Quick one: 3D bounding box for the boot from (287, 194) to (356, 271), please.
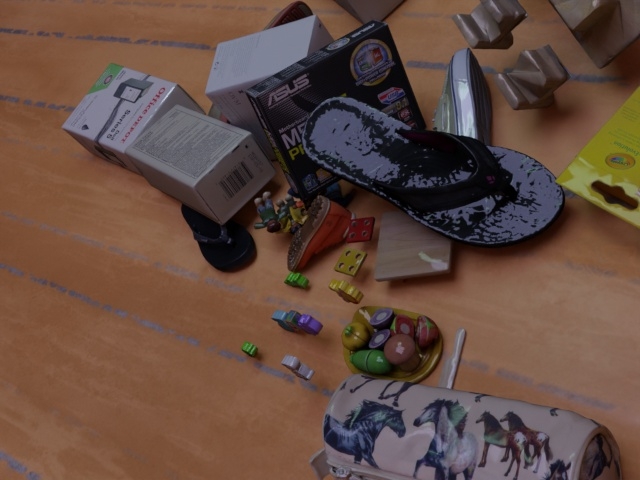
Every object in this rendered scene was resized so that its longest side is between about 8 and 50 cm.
[{"bbox_3d":[0.000,0.000,1.654,0.158,0.085,0.059,-57,30,26],"label":"boot"}]

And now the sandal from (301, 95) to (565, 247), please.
[{"bbox_3d":[0.162,-0.112,1.474,0.446,0.107,0.167,21,84,19],"label":"sandal"}]

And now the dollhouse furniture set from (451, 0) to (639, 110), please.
[{"bbox_3d":[0.409,-0.474,1.526,0.362,0.257,0.394,-43,70,38],"label":"dollhouse furniture set"}]

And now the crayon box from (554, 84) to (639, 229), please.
[{"bbox_3d":[0.531,-0.145,1.382,0.318,0.081,0.202,-46,46,-4],"label":"crayon box"}]

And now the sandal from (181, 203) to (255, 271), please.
[{"bbox_3d":[-0.215,-0.024,1.816,0.097,0.054,0.254,-45,46,-2],"label":"sandal"}]

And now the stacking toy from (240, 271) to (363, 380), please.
[{"bbox_3d":[-0.037,0.140,1.565,0.167,0.052,0.221,-56,26,-16],"label":"stacking toy"}]

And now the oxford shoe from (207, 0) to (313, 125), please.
[{"bbox_3d":[-0.138,-0.367,1.966,0.130,0.123,0.348,16,68,46],"label":"oxford shoe"}]

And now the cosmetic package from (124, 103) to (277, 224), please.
[{"bbox_3d":[-0.244,-0.158,1.853,0.160,0.113,0.309,-44,36,-14],"label":"cosmetic package"}]

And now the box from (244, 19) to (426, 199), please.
[{"bbox_3d":[0.032,-0.229,1.636,0.270,0.216,0.060,-31,29,-11],"label":"box"}]

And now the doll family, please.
[{"bbox_3d":[-0.028,-0.060,1.706,0.193,0.076,0.111,-32,42,7],"label":"doll family"}]

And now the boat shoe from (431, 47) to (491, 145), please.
[{"bbox_3d":[0.238,-0.204,1.607,0.094,0.109,0.302,-15,55,27],"label":"boat shoe"}]

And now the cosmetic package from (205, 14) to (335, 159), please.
[{"bbox_3d":[-0.059,-0.285,1.778,0.225,0.224,0.138,-11,53,28],"label":"cosmetic package"}]

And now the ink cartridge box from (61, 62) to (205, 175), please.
[{"bbox_3d":[-0.423,-0.272,2.091,0.273,0.115,0.198,22,73,42],"label":"ink cartridge box"}]

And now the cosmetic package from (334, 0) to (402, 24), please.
[{"bbox_3d":[0.059,-0.642,2.002,0.217,0.156,0.385,-44,46,2],"label":"cosmetic package"}]

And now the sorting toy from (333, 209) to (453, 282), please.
[{"bbox_3d":[0.156,0.011,1.547,0.275,0.046,0.132,-9,55,28],"label":"sorting toy"}]

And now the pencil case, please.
[{"bbox_3d":[0.195,0.293,1.239,0.410,0.159,0.183,5,46,36],"label":"pencil case"}]

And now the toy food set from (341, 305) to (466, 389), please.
[{"bbox_3d":[0.115,0.156,1.454,0.218,0.071,0.128,9,65,38],"label":"toy food set"}]
